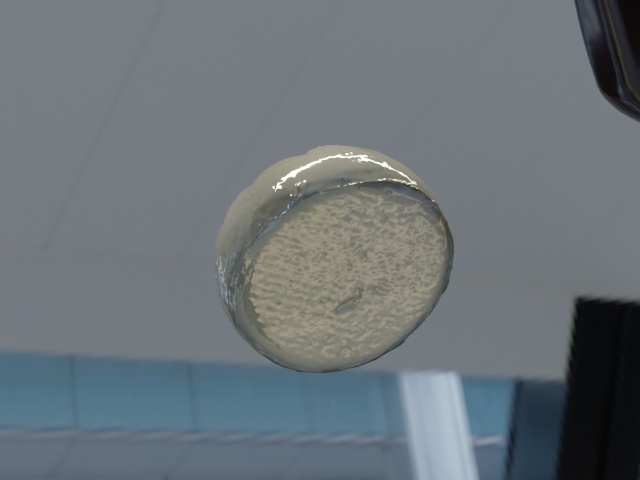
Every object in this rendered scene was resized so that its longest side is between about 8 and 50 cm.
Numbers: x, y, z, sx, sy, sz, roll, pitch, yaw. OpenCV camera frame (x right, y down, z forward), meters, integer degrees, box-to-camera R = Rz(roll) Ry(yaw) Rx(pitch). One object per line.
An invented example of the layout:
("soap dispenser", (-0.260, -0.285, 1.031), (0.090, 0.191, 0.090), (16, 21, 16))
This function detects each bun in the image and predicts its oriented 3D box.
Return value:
("bun", (0.000, 0.000, 0.918), (0.138, 0.094, 0.138), (-14, -51, -17))

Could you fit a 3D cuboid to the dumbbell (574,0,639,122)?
("dumbbell", (0.218, -0.110, 0.713), (0.124, 0.140, 0.225), (-24, 16, -18))
